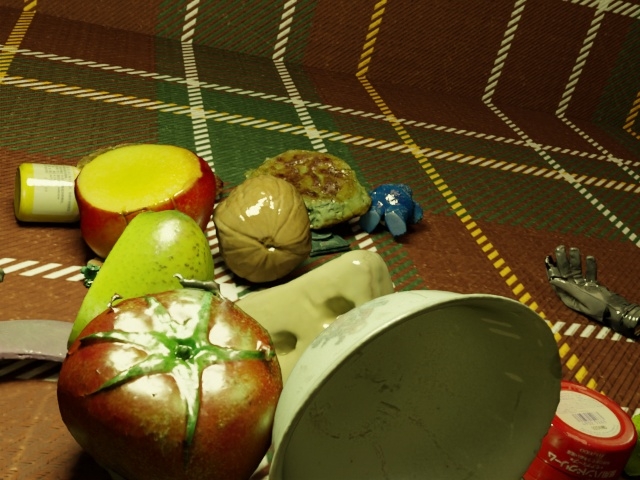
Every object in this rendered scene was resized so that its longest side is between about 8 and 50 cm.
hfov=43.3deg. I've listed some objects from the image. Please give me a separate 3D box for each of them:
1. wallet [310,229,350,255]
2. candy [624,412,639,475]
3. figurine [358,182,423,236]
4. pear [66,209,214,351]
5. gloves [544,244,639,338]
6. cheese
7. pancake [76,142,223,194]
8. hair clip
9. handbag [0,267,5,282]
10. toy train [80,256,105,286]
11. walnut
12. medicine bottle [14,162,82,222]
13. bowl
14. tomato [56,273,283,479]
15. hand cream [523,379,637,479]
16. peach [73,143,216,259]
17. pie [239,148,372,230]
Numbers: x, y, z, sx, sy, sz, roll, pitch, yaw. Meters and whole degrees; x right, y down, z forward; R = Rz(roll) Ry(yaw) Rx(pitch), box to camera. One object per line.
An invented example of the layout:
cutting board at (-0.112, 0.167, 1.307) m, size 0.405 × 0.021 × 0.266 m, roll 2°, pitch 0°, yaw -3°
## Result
wallet at (0.000, 0.000, 1.905) m, size 0.129 × 0.026 × 0.088 m, roll -9°, pitch 35°, yaw -41°
candy at (0.599, 0.356, 1.464) m, size 0.097 × 0.096 × 0.209 m, roll 31°, pitch 25°, yaw 28°
figurine at (0.191, -0.099, 2.103) m, size 0.164 × 0.120 × 0.262 m, roll 12°, pitch 24°, yaw 1°
pear at (-0.259, 0.076, 1.320) m, size 0.159 × 0.292 × 0.292 m, roll 22°, pitch 26°, yaw 5°
gloves at (0.648, 0.128, 1.922) m, size 0.142 × 0.119 × 0.285 m, roll -12°, pitch 52°, yaw -45°
cheese at (-0.014, 0.219, 1.319) m, size 0.129 × 0.351 × 0.328 m, roll 22°, pitch 47°, yaw -63°
pancake at (-0.410, -0.153, 1.940) m, size 0.356 × 0.065 × 0.356 m, roll 14°, pitch 29°, yaw -8°
hair clip at (-0.464, 0.168, 1.260) m, size 0.359 × 0.095 × 0.110 m, roll -4°, pitch -6°, yaw -42°
handbag at (-0.637, 0.104, 1.081) m, size 0.327 × 0.162 × 0.325 m, roll -11°, pitch 29°, yaw 3°
toy train at (-0.400, 0.069, 1.531) m, size 0.103 × 0.044 × 0.064 m, roll 19°, pitch 16°, yaw 7°
walnut at (-0.120, -0.026, 1.668) m, size 0.228 × 0.228 × 0.228 m, roll 13°, pitch 26°, yaw -6°
medicine bottle at (-0.525, -0.097, 1.694) m, size 0.212 × 0.121 × 0.122 m, roll 1°, pitch 29°, yaw -28°
bowl at (0.093, 0.217, 1.084) m, size 0.435 × 0.434 × 0.196 m, roll 0°, pitch 25°, yaw -29°
tomato at (-0.203, 0.216, 1.100) m, size 0.304 × 0.239 × 0.303 m, roll 11°, pitch 42°, yaw -10°
hand cream at (0.424, 0.337, 1.363) m, size 0.193 × 0.125 × 0.193 m, roll 11°, pitch 25°, yaw -5°
peach at (-0.333, -0.072, 1.607) m, size 0.275 × 0.245 × 0.248 m, roll -13°, pitch 69°, yaw 8°
pie at (-0.046, -0.131, 2.021) m, size 0.355 × 0.103 × 0.288 m, roll 14°, pitch 34°, yaw 18°
